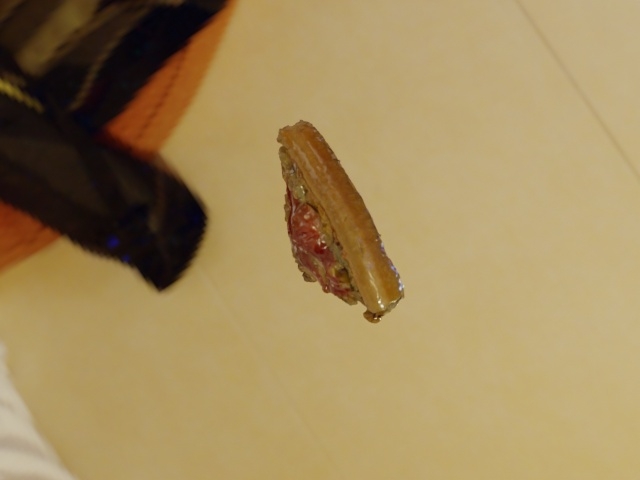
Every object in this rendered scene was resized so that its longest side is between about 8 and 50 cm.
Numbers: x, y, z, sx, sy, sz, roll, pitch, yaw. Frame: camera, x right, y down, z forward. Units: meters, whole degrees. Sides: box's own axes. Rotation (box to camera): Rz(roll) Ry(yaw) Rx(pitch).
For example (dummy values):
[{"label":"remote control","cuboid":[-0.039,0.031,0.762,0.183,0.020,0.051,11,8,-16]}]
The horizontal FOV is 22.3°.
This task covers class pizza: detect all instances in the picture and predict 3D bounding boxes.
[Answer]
[{"label":"pizza","cuboid":[0.000,0.000,1.429,0.062,0.188,0.199,-24,168,-13]}]
